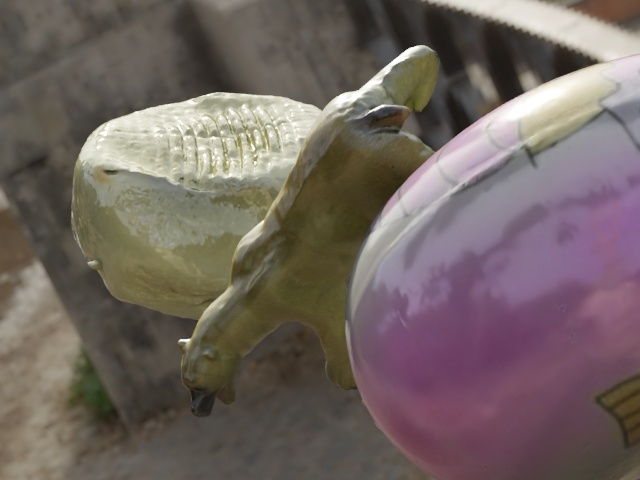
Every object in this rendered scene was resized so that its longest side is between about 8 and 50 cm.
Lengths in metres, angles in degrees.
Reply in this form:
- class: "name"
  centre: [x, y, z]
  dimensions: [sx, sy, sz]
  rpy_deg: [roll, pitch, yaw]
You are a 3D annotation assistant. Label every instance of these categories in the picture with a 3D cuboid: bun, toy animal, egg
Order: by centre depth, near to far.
- class: "egg"
  centre: [0.136, 0.012, 0.908]
  dimensions: [0.271, 0.196, 0.196]
  rpy_deg: [-48, 8, 21]
- class: "toy animal"
  centre: [0.000, 0.000, 1.021]
  dimensions: [0.101, 0.103, 0.219]
  rpy_deg: [1, -49, -52]
- class: "bun"
  centre: [-0.083, -0.021, 1.452]
  dimensions: [0.229, 0.145, 0.229]
  rpy_deg: [-3, 24, 1]
